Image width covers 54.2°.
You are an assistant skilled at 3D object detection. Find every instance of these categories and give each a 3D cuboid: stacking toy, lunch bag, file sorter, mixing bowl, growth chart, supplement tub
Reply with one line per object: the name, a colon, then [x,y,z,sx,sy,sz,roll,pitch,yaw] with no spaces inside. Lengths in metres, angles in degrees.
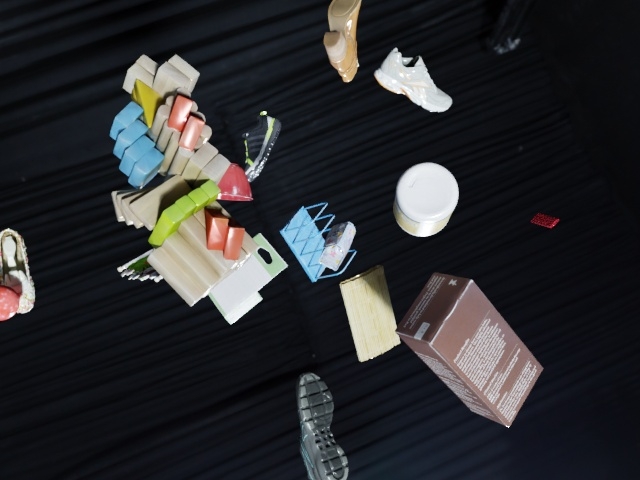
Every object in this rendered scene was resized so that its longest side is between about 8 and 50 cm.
stacking toy: [-0.914,0.176,1.612,0.141,0.330,0.141,44,38,-51]
lunch bag: [0.035,0.007,1.258,0.071,0.053,0.083,-63,-179,-37]
file sorter: [0.000,0.000,1.643,0.170,0.104,0.118,58,42,-20]
mixing bowl: [-0.284,-0.174,1.826,0.181,0.181,0.098,160,-66,-84]
growth chart: [-0.525,0.077,1.977,0.237,0.172,0.021,11,-52,43]
supplement tub: [0.251,-0.092,1.521,0.200,0.144,0.144,75,-7,-76]

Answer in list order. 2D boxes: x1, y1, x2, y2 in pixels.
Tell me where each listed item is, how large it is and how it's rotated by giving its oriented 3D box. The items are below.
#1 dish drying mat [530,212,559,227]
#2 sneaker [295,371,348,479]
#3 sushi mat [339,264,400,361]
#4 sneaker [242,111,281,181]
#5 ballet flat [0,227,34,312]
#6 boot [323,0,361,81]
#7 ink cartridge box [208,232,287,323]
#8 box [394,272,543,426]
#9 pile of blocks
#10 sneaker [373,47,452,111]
dish drying mat: [0.585,-0.052,1.633,0.008,0.032,0.083,42,-3,-21]
sneaker: [-0.022,0.449,1.481,0.106,0.101,0.267,-27,-108,48]
sushi mat: [0.161,0.238,2.000,0.019,0.151,0.316,43,-28,58]
sneaker: [-0.206,-0.293,1.956,0.097,0.235,0.084,24,-15,1]
ballet flat: [-0.824,0.075,1.675,0.241,0.091,0.077,68,-25,16]
boot: [0.068,-0.512,1.568,0.197,0.073,0.152,-68,155,-13]
ink cartridge box: [-0.223,0.110,1.855,0.171,0.235,0.056,47,-9,36]
box: [0.374,0.273,1.553,0.381,0.191,0.143,48,-20,-29]
pile of blocks: [-0.192,-0.104,0.808,0.112,0.149,0.362,-45,-117,52]
sneaker: [0.299,-0.483,1.884,0.121,0.262,0.099,-58,-158,31]
